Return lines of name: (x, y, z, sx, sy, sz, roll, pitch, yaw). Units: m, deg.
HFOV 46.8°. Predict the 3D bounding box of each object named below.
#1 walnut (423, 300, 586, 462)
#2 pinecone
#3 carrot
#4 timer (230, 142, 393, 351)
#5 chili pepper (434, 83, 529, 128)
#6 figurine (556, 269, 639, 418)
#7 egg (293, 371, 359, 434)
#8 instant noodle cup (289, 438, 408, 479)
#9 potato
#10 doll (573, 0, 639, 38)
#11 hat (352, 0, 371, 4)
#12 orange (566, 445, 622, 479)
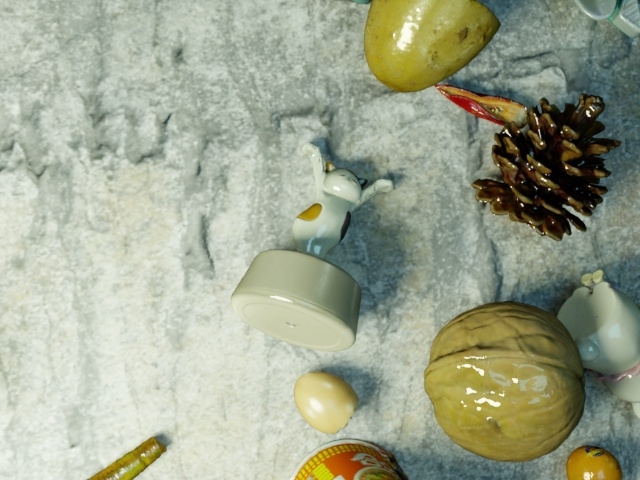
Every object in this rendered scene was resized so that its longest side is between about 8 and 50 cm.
walnut: (0.256, 0.197, 1.040, 0.228, 0.228, 0.227, 0, 89, -13)
pinecone: (0.336, -0.115, 1.080, 0.186, 0.169, 0.212, 6, 107, -32)
carrot: (-0.287, 0.323, 1.000, 0.171, 0.042, 0.042, -35, 96, -13)
timer: (0.000, 0.000, 1.033, 0.175, 0.175, 0.265, 24, 65, -11)
chili pepper: (0.248, -0.206, 1.134, 0.178, 0.027, 0.045, 16, 81, -12)
figurine: (0.469, 0.172, 1.130, 0.235, 0.127, 0.155, 42, 38, -23)
egg: (0.006, 0.227, 1.047, 0.096, 0.080, 0.080, 31, 82, 5)
instant noodle cup: (0.063, 0.381, 0.988, 0.193, 0.212, 0.193, 0, 89, -13)
potato: (0.139, -0.286, 1.050, 0.178, 0.203, 0.158, 32, 104, 15)
doll: (0.432, -0.428, 1.124, 0.258, 0.153, 0.194, 31, 95, 7)
hat: (0.025, -0.409, 1.067, 0.138, 0.078, 0.190, 21, 66, -19)
orange: (0.419, 0.356, 1.135, 0.084, 0.083, 0.083, 0, 89, -13)
